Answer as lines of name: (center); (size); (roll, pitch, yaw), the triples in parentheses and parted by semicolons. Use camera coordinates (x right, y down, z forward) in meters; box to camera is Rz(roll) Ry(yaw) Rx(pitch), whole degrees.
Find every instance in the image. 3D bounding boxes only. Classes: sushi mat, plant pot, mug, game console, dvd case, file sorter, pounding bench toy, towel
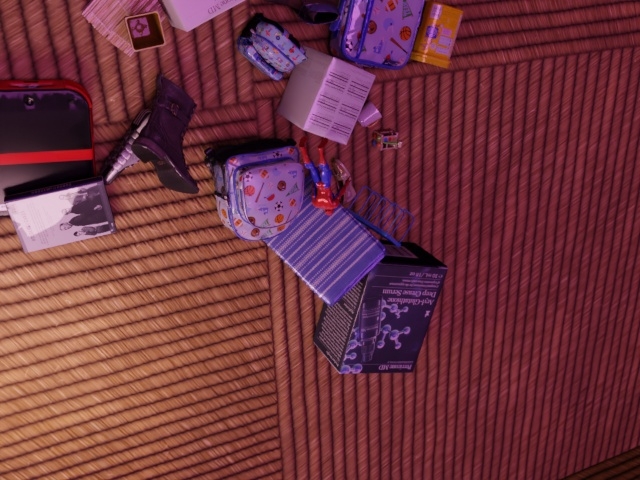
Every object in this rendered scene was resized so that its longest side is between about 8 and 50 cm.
sushi mat: (-0.421, -0.611, 1.710); (0.316, 0.019, 0.151); (-47, 124, 0)
plant pot: (-0.428, -0.507, 1.690); (0.082, 0.083, 0.081); (-19, 118, -18)
mug: (0.143, -0.365, 2.087); (0.064, 0.062, 0.078); (-39, 118, 4)
game console: (-0.751, -0.219, 1.715); (0.387, 0.060, 0.342); (-6, 121, -23)
dvd case: (-0.659, -0.065, 1.800); (0.239, 0.029, 0.179); (-14, 136, -14)
file sorter: (0.186, -0.077, 2.160); (0.104, 0.170, 0.118); (-56, 148, 0)
pounding bench toy: (0.202, -0.301, 2.129); (0.065, 0.083, 0.052); (-10, 117, -23)
towel: (0.000, 0.000, 2.081); (0.243, 0.040, 0.336); (-45, 82, -1)

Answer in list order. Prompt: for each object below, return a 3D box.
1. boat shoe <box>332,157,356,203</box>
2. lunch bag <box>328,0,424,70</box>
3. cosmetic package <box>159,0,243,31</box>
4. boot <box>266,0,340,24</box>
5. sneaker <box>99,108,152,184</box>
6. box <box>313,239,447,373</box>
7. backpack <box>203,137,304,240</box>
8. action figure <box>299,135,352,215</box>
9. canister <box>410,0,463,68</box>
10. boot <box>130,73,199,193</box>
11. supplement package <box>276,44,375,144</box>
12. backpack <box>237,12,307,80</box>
boat shoe: (0.064, -0.179, 2.136); (0.048, 0.056, 0.153); (-34, 131, -15)
lunch bag: (0.153, -0.619, 1.934); (0.243, 0.115, 0.303); (5, 106, -30)
cosmetic package: (-0.330, -0.694, 1.616); (0.197, 0.155, 0.365); (-34, 120, -10)
boot: (-0.049, -0.621, 1.828); (0.219, 0.106, 0.082); (-9, 153, -23)
sneaker: (-0.465, -0.217, 1.836); (0.132, 0.086, 0.228); (34, 94, -37)
box: (0.188, 0.213, 2.287); (0.294, 0.212, 0.395); (4, 111, -29)
backpack: (-0.166, -0.132, 1.953); (0.277, 0.213, 0.263); (-11, 122, -23)
action figure: (0.016, -0.195, 1.979); (0.280, 0.092, 0.139); (78, 27, -46)
canister: (0.343, -0.604, 2.066); (0.126, 0.073, 0.169); (6, 109, -29)
boot: (-0.364, -0.269, 1.809); (0.263, 0.091, 0.229); (52, 46, -49)
supplement package: (0.011, -0.398, 1.921); (0.149, 0.194, 0.203); (15, 106, -32)
backpack: (-0.120, -0.494, 1.823); (0.158, 0.173, 0.117); (38, 93, -35)
